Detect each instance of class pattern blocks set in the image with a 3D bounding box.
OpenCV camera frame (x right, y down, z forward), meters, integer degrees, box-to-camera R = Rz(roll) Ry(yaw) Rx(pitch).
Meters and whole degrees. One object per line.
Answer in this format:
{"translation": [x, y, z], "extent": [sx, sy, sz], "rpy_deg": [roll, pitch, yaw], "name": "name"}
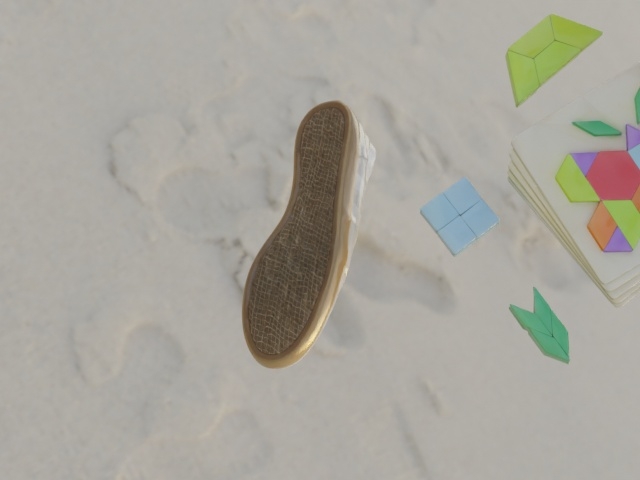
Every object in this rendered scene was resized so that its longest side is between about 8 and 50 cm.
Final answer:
{"translation": [0.253, -0.057, 1.058], "extent": [0.285, 0.325, 0.026], "rpy_deg": [43, -5, 9], "name": "pattern blocks set"}

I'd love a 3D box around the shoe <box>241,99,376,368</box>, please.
{"translation": [0.000, 0.000, 1.031], "extent": [0.058, 0.076, 0.219], "rpy_deg": [45, 53, -49], "name": "shoe"}
